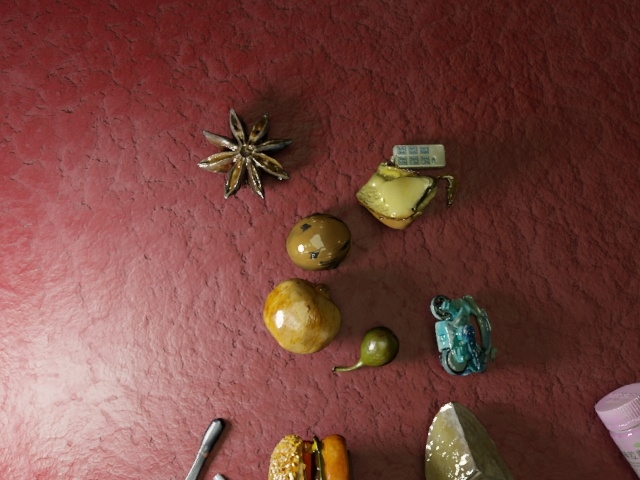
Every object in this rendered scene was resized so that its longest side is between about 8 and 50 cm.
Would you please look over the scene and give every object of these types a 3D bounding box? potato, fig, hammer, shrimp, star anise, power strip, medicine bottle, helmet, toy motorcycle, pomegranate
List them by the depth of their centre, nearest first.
[{"bbox_3d":[1.001,0.603,1.816,0.178,0.178,0.291,-31,83,-7],"label":"medicine bottle"},{"bbox_3d":[0.433,0.670,1.838,0.189,0.211,0.264,-44,41,27],"label":"potato"},{"bbox_3d":[-0.371,0.690,1.838,0.137,0.037,0.290,26,80,4],"label":"hammer"},{"bbox_3d":[-0.054,0.230,1.841,0.248,0.248,0.248,0,79,-1],"label":"pomegranate"},{"bbox_3d":[0.141,0.366,1.884,0.236,0.124,0.124,-35,82,8],"label":"fig"},{"bbox_3d":[0.453,0.297,1.887,0.206,0.154,0.260,-2,74,-25],"label":"toy motorcycle"},{"bbox_3d":[0.000,0.000,1.932,0.224,0.130,0.198,-17,83,-6],"label":"helmet"},{"bbox_3d":[-0.245,-0.287,1.989,0.331,0.117,0.332,1,84,-9],"label":"star anise"},{"bbox_3d":[0.428,-0.172,2.026,0.091,0.025,0.127,7,75,0],"label":"shrimp"},{"bbox_3d":[0.339,-0.286,2.041,0.192,0.035,0.081,-1,77,-2],"label":"power strip"}]

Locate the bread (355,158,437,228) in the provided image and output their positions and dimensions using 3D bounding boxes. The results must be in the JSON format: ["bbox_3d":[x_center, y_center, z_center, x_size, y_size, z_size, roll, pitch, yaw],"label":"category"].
[{"bbox_3d":[0.255,-0.134,1.949,0.204,0.162,0.262,-46,42,-7],"label":"bread"}]

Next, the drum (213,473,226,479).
[{"bbox_3d":[-0.247,0.837,1.807,0.253,0.049,0.130,31,88,15],"label":"drum"}]

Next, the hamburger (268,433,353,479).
[{"bbox_3d":[-0.029,0.723,1.703,0.250,0.330,0.330,-5,79,-1],"label":"hamburger"}]
